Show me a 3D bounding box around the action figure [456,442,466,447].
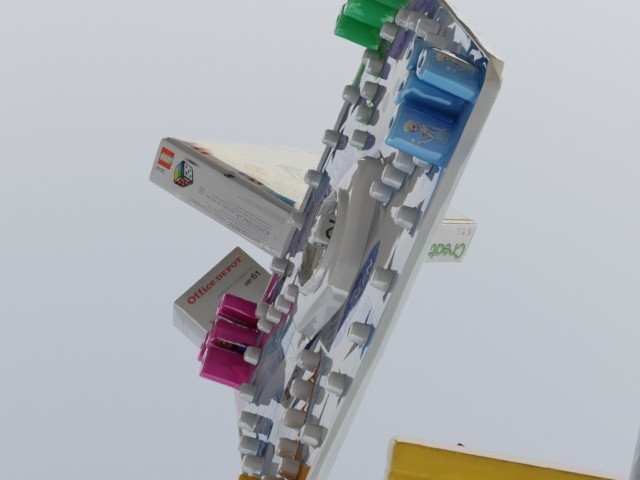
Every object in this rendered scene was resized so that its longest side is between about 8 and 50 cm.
[{"bbox_3d":[0.110,0.245,1.642,0.115,0.038,0.030,-24,-121,-40],"label":"action figure"}]

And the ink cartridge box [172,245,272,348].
[{"bbox_3d":[-0.067,0.079,1.520,0.122,0.052,0.088,40,-114,18],"label":"ink cartridge box"}]

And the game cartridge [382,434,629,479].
[{"bbox_3d":[0.170,0.355,1.438,0.285,0.324,0.053,10,-175,-5],"label":"game cartridge"}]

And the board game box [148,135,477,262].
[{"bbox_3d":[-0.001,-0.039,1.627,0.193,0.053,0.305,31,-162,33],"label":"board game box"}]

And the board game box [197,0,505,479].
[{"bbox_3d":[0.000,0.000,1.185,0.050,0.390,0.390,19,-164,-12],"label":"board game box"}]

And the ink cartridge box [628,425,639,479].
[{"bbox_3d":[0.206,0.112,0.771,0.104,0.060,0.180,24,-127,-2],"label":"ink cartridge box"}]
